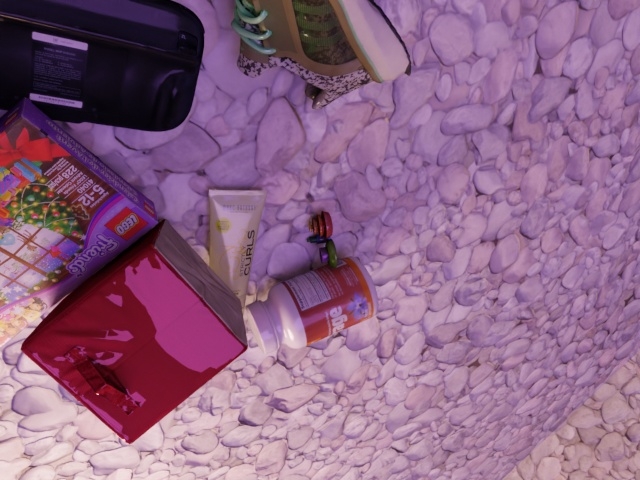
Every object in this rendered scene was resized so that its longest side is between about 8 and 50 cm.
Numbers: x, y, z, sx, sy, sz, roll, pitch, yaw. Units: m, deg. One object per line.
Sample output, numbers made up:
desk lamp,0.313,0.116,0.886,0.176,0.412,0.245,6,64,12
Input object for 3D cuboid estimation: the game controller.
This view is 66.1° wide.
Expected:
game controller,-0.296,-0.216,0.559,0.320,0.067,0.166,3,132,-30

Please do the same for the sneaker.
sneaker,-0.046,-0.264,0.571,0.182,0.157,0.410,-37,147,21

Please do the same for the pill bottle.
pill bottle,-0.016,0.118,0.876,0.216,0.121,0.121,-21,127,-16

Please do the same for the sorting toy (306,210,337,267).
sorting toy,0.000,0.000,0.851,0.042,0.061,0.101,-9,96,-8

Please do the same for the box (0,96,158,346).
box,-0.384,-0.005,0.609,0.293,0.057,0.201,-38,133,6

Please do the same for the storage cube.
storage cube,-0.233,0.111,0.672,0.193,0.215,0.183,-39,107,-3

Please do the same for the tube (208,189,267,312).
tube,-0.145,0.031,0.793,0.070,0.062,0.239,-36,141,-61
